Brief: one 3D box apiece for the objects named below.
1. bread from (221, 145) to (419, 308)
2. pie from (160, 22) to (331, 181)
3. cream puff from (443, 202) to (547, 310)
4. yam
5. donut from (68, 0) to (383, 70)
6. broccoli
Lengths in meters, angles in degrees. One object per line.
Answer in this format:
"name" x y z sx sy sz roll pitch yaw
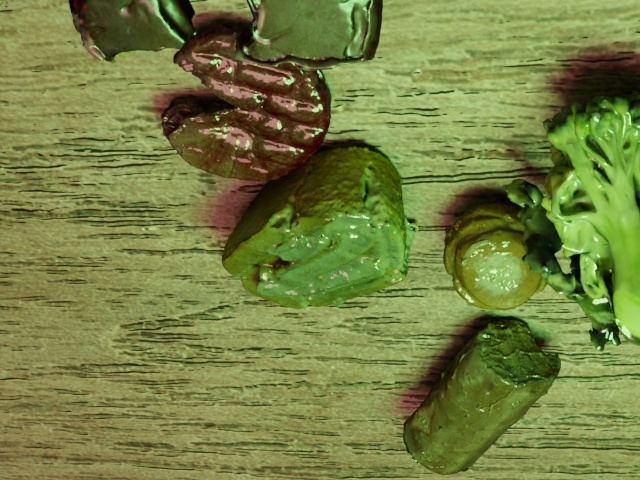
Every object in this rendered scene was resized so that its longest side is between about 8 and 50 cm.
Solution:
"bread" 0.000 0.000 1.776 0.257 0.124 0.186 -25 126 32
"pie" -0.091 -0.160 1.686 0.204 0.054 0.218 25 131 -13
"cream puff" 0.218 0.014 1.763 0.126 0.103 0.144 -23 128 13
"yam" 0.219 0.214 1.942 0.128 0.129 0.238 22 135 -13
"donut" -0.108 -0.307 1.488 0.345 0.136 0.259 -1 132 11
"broccoli" 0.387 -0.026 1.620 0.324 0.272 0.334 40 151 27
